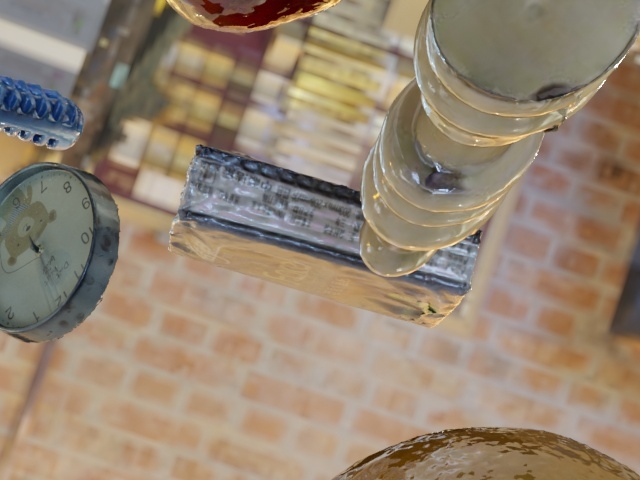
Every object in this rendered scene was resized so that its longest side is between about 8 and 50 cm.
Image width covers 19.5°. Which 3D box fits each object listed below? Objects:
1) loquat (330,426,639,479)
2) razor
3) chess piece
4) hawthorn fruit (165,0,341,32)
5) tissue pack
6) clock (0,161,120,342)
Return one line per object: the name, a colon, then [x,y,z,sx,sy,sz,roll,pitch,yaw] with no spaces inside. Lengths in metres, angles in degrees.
loquat: [0.054,0.158,0.690,0.187,0.176,0.234,40,146,-23]
razor: [-0.233,-0.091,1.049,0.253,0.042,0.082,14,-143,-50]
chess piece: [0.091,-0.069,1.167,0.124,0.138,0.307,12,152,-8]
hawthorn fruit: [-0.044,-0.252,1.332,0.215,0.215,0.249,21,-151,-23]
tissue pack: [0.000,0.000,1.481,0.236,0.073,0.173,16,168,-5]
clock: [-0.127,0.005,0.845,0.085,0.085,0.017,15,174,40]
